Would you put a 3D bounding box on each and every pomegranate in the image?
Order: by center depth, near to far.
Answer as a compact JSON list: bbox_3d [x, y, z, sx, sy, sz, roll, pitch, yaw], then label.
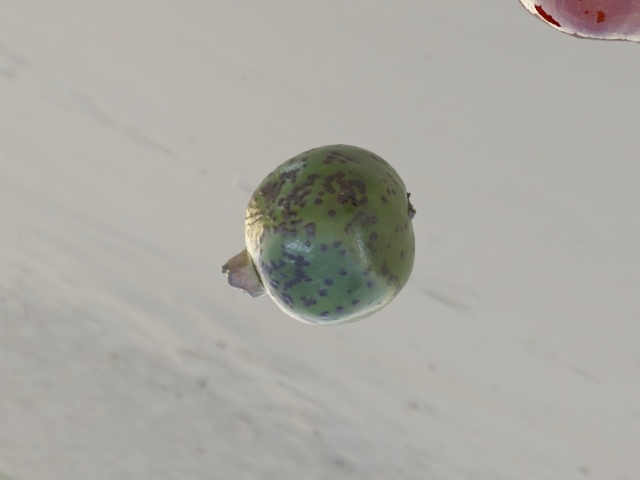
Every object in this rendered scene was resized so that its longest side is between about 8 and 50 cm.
[{"bbox_3d":[0.000,0.000,2.293,0.254,0.270,0.254,59,-165,-26],"label":"pomegranate"}]

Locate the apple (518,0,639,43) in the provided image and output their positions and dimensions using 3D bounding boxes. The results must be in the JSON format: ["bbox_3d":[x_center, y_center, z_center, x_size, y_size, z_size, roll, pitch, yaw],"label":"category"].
[{"bbox_3d":[0.313,-0.320,1.811,0.260,0.217,0.260,14,-161,-5],"label":"apple"}]
